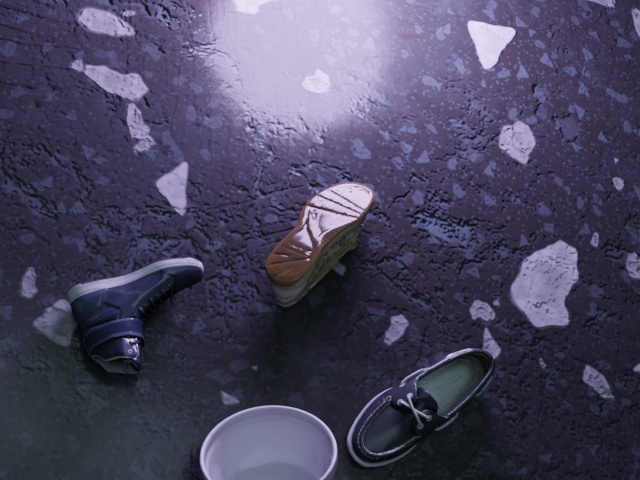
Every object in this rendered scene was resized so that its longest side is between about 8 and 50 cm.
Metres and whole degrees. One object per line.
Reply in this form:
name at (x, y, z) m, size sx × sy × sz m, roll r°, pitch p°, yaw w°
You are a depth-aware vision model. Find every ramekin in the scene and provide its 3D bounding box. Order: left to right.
ramekin at (-0.077, 0.360, 1.360) m, size 0.207 × 0.109 × 0.207 m, roll -1°, pitch 30°, yaw 0°

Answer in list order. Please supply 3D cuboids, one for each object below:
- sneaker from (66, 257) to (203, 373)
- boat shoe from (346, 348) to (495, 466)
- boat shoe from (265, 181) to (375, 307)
sneaker at (-0.281, 0.126, 1.451) m, size 0.226 × 0.086 × 0.163 m, roll -18°, pitch 61°, yaw -14°
boat shoe at (0.175, 0.276, 1.530) m, size 0.302 × 0.091 × 0.114 m, roll -35°, pitch 80°, yaw -28°
boat shoe at (0.000, 0.000, 1.617) m, size 0.104 × 0.089 × 0.285 m, roll 28°, pitch 55°, yaw 26°
